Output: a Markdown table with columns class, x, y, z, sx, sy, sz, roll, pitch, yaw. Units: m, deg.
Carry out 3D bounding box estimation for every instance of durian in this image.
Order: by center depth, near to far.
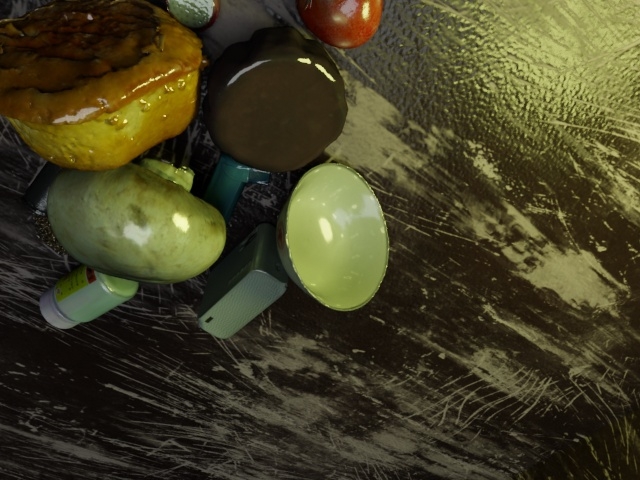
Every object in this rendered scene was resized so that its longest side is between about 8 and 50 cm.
| class | x | y | z | sx | sy | sz | roll | pitch | yaw |
| --- | --- | --- | --- | --- | --- | --- | --- | --- | --- |
| durian | -0.614 | -0.017 | 1.115 | 0.188 | 0.091 | 0.148 | 24 | 119 | -21 |

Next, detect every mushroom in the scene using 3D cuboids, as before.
| class | x | y | z | sx | sy | sz | roll | pitch | yaw |
| --- | --- | --- | --- | --- | --- | --- | --- | --- | --- |
| mushroom | -0.367 | -0.047 | 0.942 | 0.352 | 0.352 | 0.260 | 18 | 78 | -15 |

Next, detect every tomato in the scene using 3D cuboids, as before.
| class | x | y | z | sx | sy | sz | roll | pitch | yaw |
| --- | --- | --- | --- | --- | --- | --- | --- | --- | --- |
| tomato | 0.043 | -0.433 | 0.829 | 0.167 | 0.167 | 0.167 | -1 | 125 | -2 |

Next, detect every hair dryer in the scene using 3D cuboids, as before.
| class | x | y | z | sx | sy | sz | roll | pitch | yaw |
| --- | --- | --- | --- | --- | --- | --- | --- | --- | --- |
| hair dryer | -0.516 | -0.113 | 1.061 | 0.251 | 0.089 | 0.197 | 31 | 107 | -38 |

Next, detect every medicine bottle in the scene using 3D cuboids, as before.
| class | x | y | z | sx | sy | sz | roll | pitch | yaw |
| --- | --- | --- | --- | --- | --- | --- | --- | --- | --- |
| medicine bottle | -0.213 | -0.105 | 1.082 | 0.124 | 0.079 | 0.258 | 25 | 121 | -17 |
| medicine bottle | -0.603 | 0.132 | 1.191 | 0.225 | 0.139 | 0.139 | -28 | 122 | 16 |

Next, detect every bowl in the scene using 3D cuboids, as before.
| class | x | y | z | sx | sy | sz | roll | pitch | yaw |
| --- | --- | --- | --- | --- | --- | --- | --- | --- | --- |
| bowl | 0.000 | 0.000 | 1.075 | 0.157 | 0.337 | 0.337 | -11 | 132 | 45 |

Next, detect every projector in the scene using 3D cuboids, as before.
| class | x | y | z | sx | sy | sz | roll | pitch | yaw |
| --- | --- | --- | --- | --- | --- | --- | --- | --- | --- |
| projector | -0.189 | 0.102 | 1.157 | 0.108 | 0.198 | 0.250 | 37 | 117 | -24 |

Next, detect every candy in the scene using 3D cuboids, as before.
| class | x | y | z | sx | sy | sz | roll | pitch | yaw |
| --- | --- | --- | --- | --- | --- | --- | --- | --- | --- |
| candy | -0.242 | -0.449 | 0.860 | 0.103 | 0.043 | 0.103 | -1 | 125 | -2 |

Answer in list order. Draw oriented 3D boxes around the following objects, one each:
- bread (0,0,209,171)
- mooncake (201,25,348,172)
| class | x | y | z | sx | sy | sz | roll | pitch | yaw |
| --- | --- | --- | --- | --- | --- | --- | --- | --- | --- |
| bread | -0.384 | -0.275 | 0.791 | 0.337 | 0.358 | 0.204 | 33 | 146 | 27 |
| mooncake | -0.091 | -0.274 | 0.900 | 0.283 | 0.141 | 0.283 | -15 | 141 | -12 |
